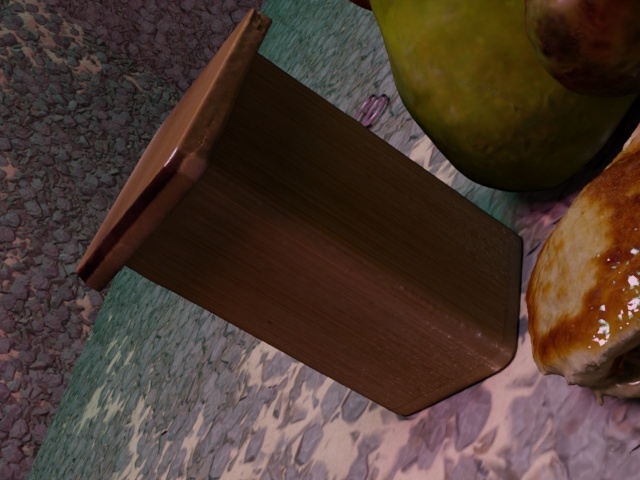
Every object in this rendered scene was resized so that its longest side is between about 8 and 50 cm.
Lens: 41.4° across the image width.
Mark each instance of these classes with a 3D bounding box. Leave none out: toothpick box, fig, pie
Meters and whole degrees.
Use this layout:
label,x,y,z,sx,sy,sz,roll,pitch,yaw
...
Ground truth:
label,x,y,z,sx,sy,sz,roll,pitch,yaw
toothpick box,0.000,0.000,0.695,0.187,0.308,0.190,-40,25,43
fig,0.125,-0.172,0.702,0.206,0.275,0.206,-50,21,27
pie,0.202,0.002,0.535,0.205,0.084,0.179,-53,20,22

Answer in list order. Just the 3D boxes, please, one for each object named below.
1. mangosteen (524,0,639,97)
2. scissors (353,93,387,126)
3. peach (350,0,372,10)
label,x,y,z,sx,sy,sz,roll,pitch,yaw
mangosteen,0.245,-0.258,0.512,0.330,0.330,0.330,-49,21,26
scissors,0.040,-0.145,1.259,0.176,0.022,0.085,-56,20,-3
peach,0.123,-0.472,1.271,0.274,0.248,0.245,-6,88,51
